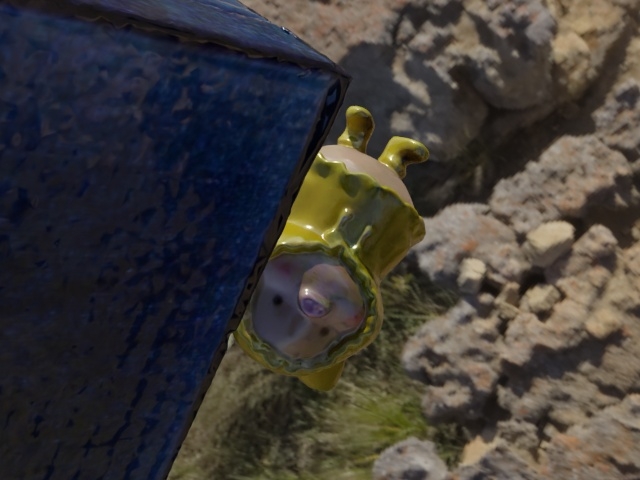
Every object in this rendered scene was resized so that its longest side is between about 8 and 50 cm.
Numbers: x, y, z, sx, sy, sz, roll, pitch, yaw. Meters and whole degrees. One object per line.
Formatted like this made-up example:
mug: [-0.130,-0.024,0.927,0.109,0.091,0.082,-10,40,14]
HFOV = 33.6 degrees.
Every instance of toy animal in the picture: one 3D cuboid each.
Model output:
toy animal: [0.004,0.003,0.893,0.156,0.156,0.229,25,80,38]

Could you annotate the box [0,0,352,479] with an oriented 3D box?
box: [-0.160,0.017,0.410,0.116,0.261,0.279,42,115,38]

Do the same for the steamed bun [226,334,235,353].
steamed bun: [-0.245,0.076,1.150,0.290,0.272,0.273,-8,95,39]
